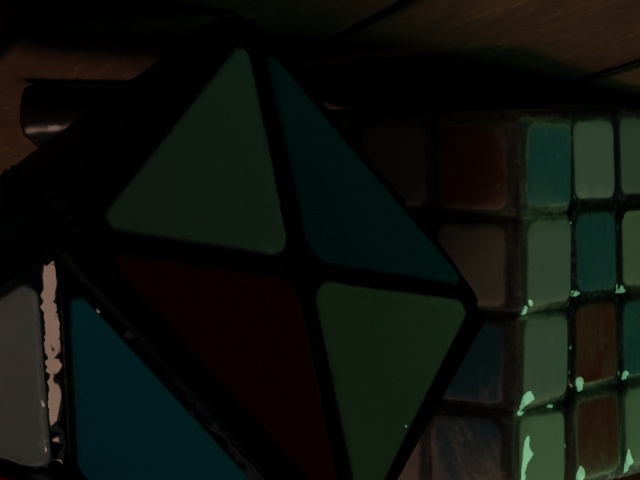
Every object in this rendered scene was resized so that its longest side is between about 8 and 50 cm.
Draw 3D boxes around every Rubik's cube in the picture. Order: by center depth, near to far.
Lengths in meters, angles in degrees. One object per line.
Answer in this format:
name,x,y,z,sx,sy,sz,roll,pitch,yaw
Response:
Rubik's cube,-0.094,0.060,1.043,0.246,0.250,0.248,-30,-161,37
Rubik's cube,0.100,0.036,1.259,0.256,0.259,0.253,0,-179,40

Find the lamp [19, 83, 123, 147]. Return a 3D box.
lamp,-0.109,0.040,1.435,0.205,0.272,0.374,0,174,9
